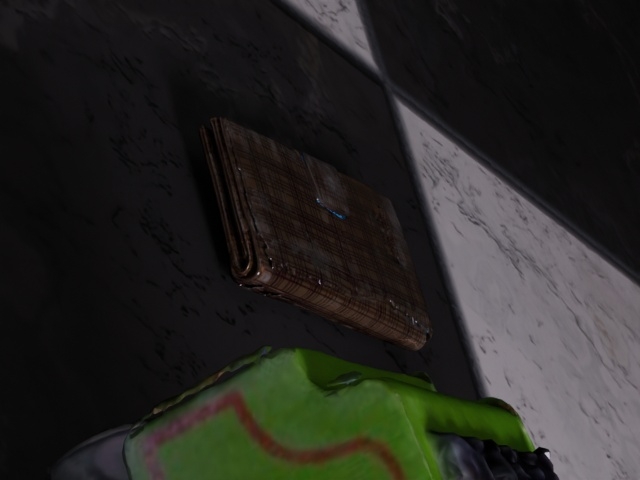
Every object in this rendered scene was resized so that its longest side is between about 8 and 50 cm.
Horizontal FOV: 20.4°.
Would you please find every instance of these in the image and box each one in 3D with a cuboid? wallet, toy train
[{"bbox_3d":[0.000,0.000,1.215,0.230,0.042,0.124,22,45,-54],"label":"wallet"},{"bbox_3d":[-0.001,0.191,0.712,0.173,0.249,0.307,21,43,-59],"label":"toy train"}]
